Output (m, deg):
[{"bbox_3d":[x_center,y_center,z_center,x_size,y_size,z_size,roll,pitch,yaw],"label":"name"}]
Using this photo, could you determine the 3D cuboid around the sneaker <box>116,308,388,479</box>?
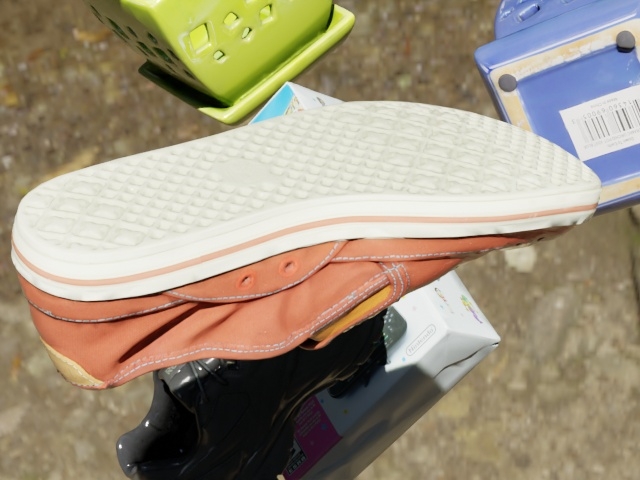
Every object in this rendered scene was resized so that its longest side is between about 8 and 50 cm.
[{"bbox_3d":[-0.051,0.083,1.181,0.109,0.130,0.286,39,105,42],"label":"sneaker"}]

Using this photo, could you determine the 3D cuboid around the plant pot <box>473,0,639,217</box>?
[{"bbox_3d":[0.301,-0.153,1.578,0.236,0.236,0.212,-18,15,30],"label":"plant pot"}]

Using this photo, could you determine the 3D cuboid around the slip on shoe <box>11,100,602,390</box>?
[{"bbox_3d":[0.000,0.000,0.828,0.331,0.101,0.123,-14,37,-27],"label":"slip on shoe"}]

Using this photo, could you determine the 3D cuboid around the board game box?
[{"bbox_3d":[-0.005,0.042,1.464,0.224,0.097,0.303,-46,57,23],"label":"board game box"}]

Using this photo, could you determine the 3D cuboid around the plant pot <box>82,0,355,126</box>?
[{"bbox_3d":[-0.112,-0.265,1.718,0.227,0.207,0.228,-41,40,-15],"label":"plant pot"}]
